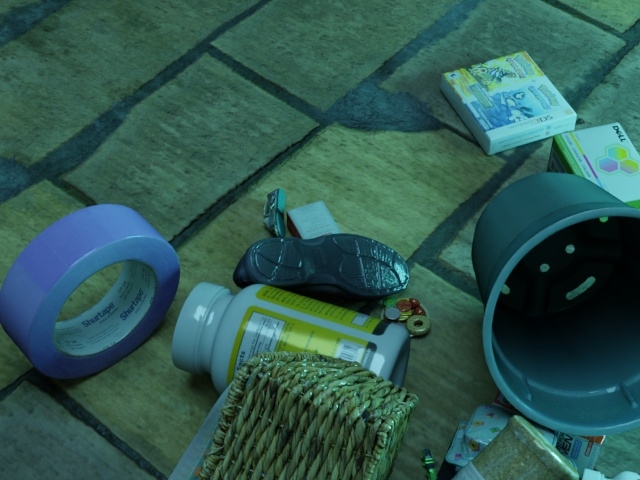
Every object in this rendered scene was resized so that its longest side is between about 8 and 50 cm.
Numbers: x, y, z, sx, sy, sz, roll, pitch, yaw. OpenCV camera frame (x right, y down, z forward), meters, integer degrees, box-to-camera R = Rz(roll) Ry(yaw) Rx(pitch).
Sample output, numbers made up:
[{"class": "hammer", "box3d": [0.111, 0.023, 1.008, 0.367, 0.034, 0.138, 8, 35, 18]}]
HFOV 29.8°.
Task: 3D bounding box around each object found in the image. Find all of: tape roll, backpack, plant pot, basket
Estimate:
[{"class": "tape roll", "box3d": [-0.351, 0.080, 1.847, 0.275, 0.275, 0.090, -32, 57, -25]}, {"class": "backpack", "box3d": [0.271, 0.328, 1.707, 0.188, 0.144, 0.166, 23, 17, 10]}, {"class": "plant pot", "box3d": [0.377, 0.062, 1.795, 0.341, 0.341, 0.334, -4, 20, -3]}, {"class": "basket", "box3d": [-0.023, 0.303, 1.632, 0.223, 0.299, 0.213, 22, 13, 14]}]

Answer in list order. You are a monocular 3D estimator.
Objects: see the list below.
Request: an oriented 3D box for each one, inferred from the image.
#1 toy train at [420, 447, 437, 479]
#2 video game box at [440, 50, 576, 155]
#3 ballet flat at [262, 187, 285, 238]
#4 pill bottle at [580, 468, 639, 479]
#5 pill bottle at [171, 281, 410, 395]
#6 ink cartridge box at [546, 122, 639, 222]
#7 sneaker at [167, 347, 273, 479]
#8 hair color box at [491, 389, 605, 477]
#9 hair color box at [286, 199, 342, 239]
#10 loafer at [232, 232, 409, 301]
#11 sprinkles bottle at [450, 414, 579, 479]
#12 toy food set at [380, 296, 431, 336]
[{"class": "toy train", "box3d": [0.165, 0.345, 1.781, 0.017, 0.024, 0.083, -7, 49, -6]}, {"class": "video game box", "box3d": [0.357, -0.265, 2.298, 0.187, 0.048, 0.205, -16, 51, -17]}, {"class": "ballet flat", "box3d": [-0.082, -0.042, 2.115, 0.041, 0.041, 0.114, -1, 49, 0]}, {"class": "pill bottle", "box3d": [0.463, 0.393, 1.676, 0.216, 0.121, 0.121, 15, 51, 14]}, {"class": "pill bottle", "box3d": [-0.046, 0.175, 1.822, 0.334, 0.188, 0.188, 16, 51, 14]}, {"class": "ink cartridge box", "box3d": [0.558, -0.117, 2.135, 0.255, 0.097, 0.189, -12, 50, -9]}, {"class": "sneaker", "box3d": [-0.119, 0.300, 1.705, 0.121, 0.108, 0.302, 32, 97, 5]}, {"class": "hair color box", "box3d": [0.336, 0.283, 1.788, 0.167, 0.093, 0.053, 21, 47, 18]}, {"class": "hair color box", "box3d": [0.000, 0.000, 2.069, 0.072, 0.043, 0.141, -17, 50, -15]}, {"class": "loafer", "box3d": [-0.001, 0.049, 1.966, 0.302, 0.095, 0.109, 5, 67, -30]}, {"class": "sprinkles bottle", "box3d": [0.176, 0.393, 1.573, 0.355, 0.121, 0.121, -46, 58, 3]}, {"class": "toy food set", "box3d": [0.138, 0.126, 1.974, 0.082, 0.020, 0.083, -4, 50, -3]}]
